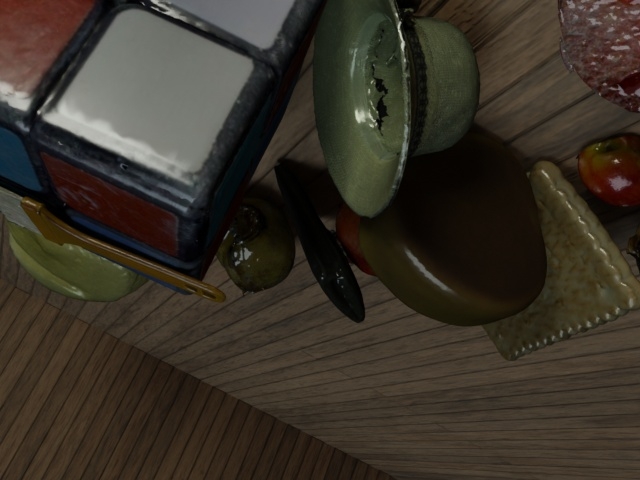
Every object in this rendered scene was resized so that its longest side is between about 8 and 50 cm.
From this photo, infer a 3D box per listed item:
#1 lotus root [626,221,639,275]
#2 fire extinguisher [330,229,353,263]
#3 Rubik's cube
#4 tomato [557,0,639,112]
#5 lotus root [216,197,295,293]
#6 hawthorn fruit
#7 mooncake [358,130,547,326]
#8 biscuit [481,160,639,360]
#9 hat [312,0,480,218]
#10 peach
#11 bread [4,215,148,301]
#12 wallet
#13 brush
[{"bbox_3d":[0.496,0.037,0.718,0.284,0.160,0.146,5,110,24],"label":"lotus root"},{"bbox_3d":[0.036,0.003,1.162,0.046,0.032,0.100,47,173,40],"label":"fire extinguisher"},{"bbox_3d":[-0.206,-0.166,0.698,0.316,0.314,0.318,25,157,-3],"label":"Rubik's cube"},{"bbox_3d":[0.300,-0.201,0.500,0.224,0.085,0.225,20,151,12],"label":"tomato"},{"bbox_3d":[-0.120,0.020,1.186,0.153,0.154,0.278,19,153,9],"label":"lotus root"},{"bbox_3d":[0.093,-0.025,0.934,0.193,0.157,0.157,18,157,44],"label":"hawthorn fruit"},{"bbox_3d":[0.153,-0.011,0.776,0.234,0.235,0.117,30,154,-13],"label":"mooncake"},{"bbox_3d":[0.291,0.044,0.906,0.217,0.044,0.325,57,156,13],"label":"biscuit"},{"bbox_3d":[0.089,-0.157,0.670,0.130,0.257,0.257,-9,160,-17],"label":"hat"},{"bbox_3d":[0.343,-0.070,0.735,0.098,0.061,0.098,16,146,11],"label":"peach"},{"bbox_3d":[-0.438,-0.034,1.249,0.320,0.237,0.321,12,138,11],"label":"bread"},{"bbox_3d":[0.000,0.000,1.003,0.052,0.245,0.169,-29,144,4],"label":"wallet"},{"bbox_3d":[-0.225,0.010,0.683,0.272,0.013,0.103,23,159,0],"label":"brush"}]
